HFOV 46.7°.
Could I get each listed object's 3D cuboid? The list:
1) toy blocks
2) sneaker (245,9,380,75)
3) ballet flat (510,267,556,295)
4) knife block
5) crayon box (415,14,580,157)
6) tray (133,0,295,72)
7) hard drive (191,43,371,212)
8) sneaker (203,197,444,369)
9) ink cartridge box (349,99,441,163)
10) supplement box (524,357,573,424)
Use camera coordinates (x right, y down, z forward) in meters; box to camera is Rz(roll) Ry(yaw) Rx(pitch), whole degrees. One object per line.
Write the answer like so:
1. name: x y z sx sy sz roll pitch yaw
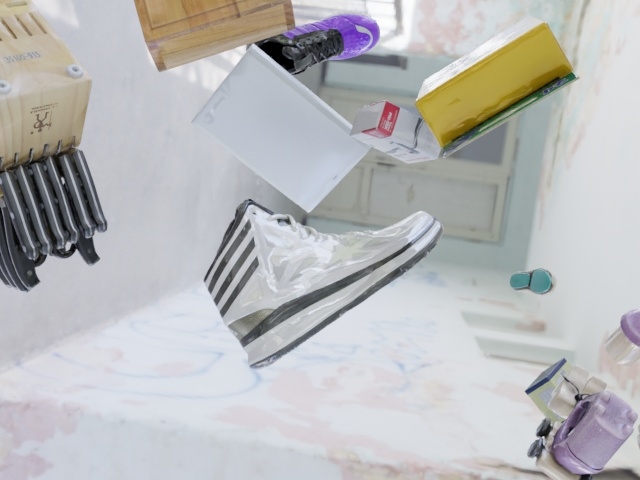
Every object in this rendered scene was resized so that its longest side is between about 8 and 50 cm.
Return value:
1. toy blocks: 0.429 0.152 0.717 0.288 0.308 0.260 -47 168 -46
2. sneaker: -0.020 -0.406 1.577 0.146 0.293 0.102 -80 164 -49
3. ballet flat: 0.455 0.086 1.542 0.168 0.052 0.057 -175 -82 -76
4. knife block: -0.301 -0.097 0.690 0.088 0.276 0.242 -25 158 -41
5. crayon box: 0.250 -0.238 1.095 0.083 0.203 0.323 57 18 -11
6. tray: -0.195 -0.454 1.081 0.076 0.202 0.411 79 -8 -65
7. hard drive: -0.077 -0.218 1.496 0.203 0.307 0.040 -45 -161 24
8. sneaker: 0.000 0.000 1.276 0.447 0.258 0.169 -31 174 -29
9. ink cartridge box: 0.136 -0.188 1.307 0.099 0.135 0.056 0 -109 64
10. supplement box: 0.410 0.262 1.268 0.083 0.083 0.056 -25 163 -48
